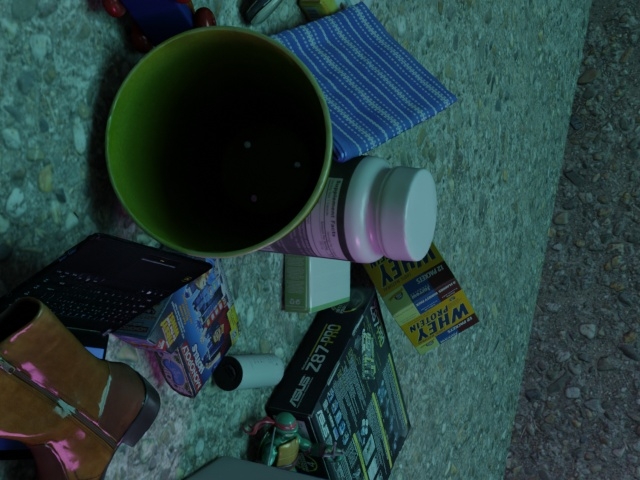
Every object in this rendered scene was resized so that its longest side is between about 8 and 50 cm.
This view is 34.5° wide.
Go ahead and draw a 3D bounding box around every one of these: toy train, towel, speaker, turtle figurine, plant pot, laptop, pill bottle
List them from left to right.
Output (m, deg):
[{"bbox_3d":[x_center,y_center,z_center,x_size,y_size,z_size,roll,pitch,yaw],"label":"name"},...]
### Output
[{"bbox_3d":[-0.260,0.128,1.169,0.137,0.264,0.234,64,17,20],"label":"laptop"},{"bbox_3d":[-0.185,-0.308,1.304,0.248,0.105,0.143,54,30,-67],"label":"toy train"},{"bbox_3d":[-0.098,-0.108,1.346,0.293,0.274,0.275,19,78,-80],"label":"plant pot"},{"bbox_3d":[-0.110,0.203,1.593,0.136,0.055,0.055,9,87,-65],"label":"speaker"},{"bbox_3d":[-0.052,0.361,1.671,0.175,0.118,0.234,-12,125,-29],"label":"turtle figurine"},{"bbox_3d":[0.021,-0.051,1.548,0.161,0.283,0.161,6,90,-65],"label":"pill bottle"},{"bbox_3d":[0.048,-0.256,1.599,0.336,0.243,0.040,-32,164,-46],"label":"towel"}]

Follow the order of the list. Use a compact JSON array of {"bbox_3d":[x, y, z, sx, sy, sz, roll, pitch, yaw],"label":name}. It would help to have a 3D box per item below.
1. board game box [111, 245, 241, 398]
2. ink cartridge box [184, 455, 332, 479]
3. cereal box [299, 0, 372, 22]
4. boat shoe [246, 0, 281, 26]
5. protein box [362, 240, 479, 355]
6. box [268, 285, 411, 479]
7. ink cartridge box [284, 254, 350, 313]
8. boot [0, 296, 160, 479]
[{"bbox_3d":[-0.194,0.108,1.392,0.194,0.060,0.194,-54,141,-46],"label":"board game box"},{"bbox_3d":[-0.086,0.500,1.512,0.129,0.223,0.307,-20,113,-61],"label":"ink cartridge box"},{"bbox_3d":[0.043,-0.456,1.780,0.173,0.047,0.240,48,54,-56],"label":"cereal box"},{"bbox_3d":[-0.069,-0.404,1.571,0.065,0.075,0.206,38,56,-10],"label":"boat shoe"},{"bbox_3d":[0.178,0.075,1.964,0.201,0.136,0.200,61,5,35],"label":"protein box"},{"bbox_3d":[0.049,0.330,1.907,0.318,0.097,0.395,-58,144,-40],"label":"box"},{"bbox_3d":[0.000,0.000,1.782,0.171,0.056,0.235,-9,100,-64],"label":"ink cartridge box"},{"bbox_3d":[-0.303,0.219,1.076,0.264,0.096,0.280,-51,151,-8],"label":"boot"}]
